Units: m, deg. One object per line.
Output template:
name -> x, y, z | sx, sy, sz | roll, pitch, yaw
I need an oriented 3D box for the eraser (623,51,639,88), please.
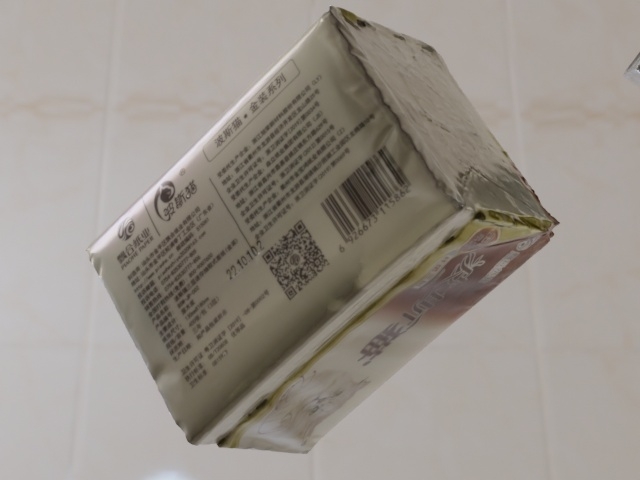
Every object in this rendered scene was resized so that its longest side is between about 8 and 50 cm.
eraser -> 0.254, -0.043, 0.859 | 0.225, 0.052, 0.095 | 38, -88, 0

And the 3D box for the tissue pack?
tissue pack -> 0.000, 0.000, 0.767 | 0.148, 0.106, 0.099 | -42, -28, 22
